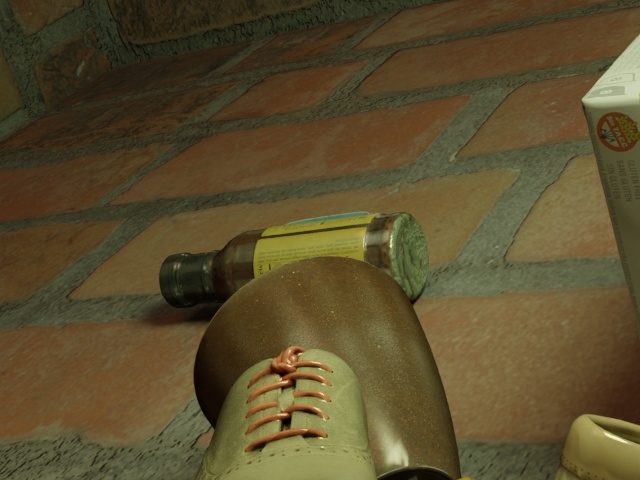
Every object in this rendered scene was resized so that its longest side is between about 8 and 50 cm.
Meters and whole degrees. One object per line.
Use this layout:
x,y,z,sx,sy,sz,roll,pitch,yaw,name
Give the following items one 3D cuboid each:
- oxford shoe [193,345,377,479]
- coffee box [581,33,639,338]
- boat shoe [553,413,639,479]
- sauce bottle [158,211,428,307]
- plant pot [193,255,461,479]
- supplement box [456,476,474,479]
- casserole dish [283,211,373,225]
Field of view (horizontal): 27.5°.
-0.027,0.124,0.715,0.123,0.130,0.348,-2,-3,-2,oxford shoe
0.442,-0.033,1.002,0.334,0.338,0.337,-4,25,34,coffee box
0.296,0.167,0.770,0.341,0.110,0.121,7,9,-17,boat shoe
-0.040,0.034,1.590,0.344,0.111,0.111,-5,24,32,sauce bottle
0.024,0.162,1.104,0.215,0.215,0.230,-22,34,-8,plant pot
0.062,0.268,0.818,0.191,0.129,0.194,-15,18,-19,supplement box
0.000,0.000,1.752,0.188,0.037,0.114,-9,22,28,casserole dish
